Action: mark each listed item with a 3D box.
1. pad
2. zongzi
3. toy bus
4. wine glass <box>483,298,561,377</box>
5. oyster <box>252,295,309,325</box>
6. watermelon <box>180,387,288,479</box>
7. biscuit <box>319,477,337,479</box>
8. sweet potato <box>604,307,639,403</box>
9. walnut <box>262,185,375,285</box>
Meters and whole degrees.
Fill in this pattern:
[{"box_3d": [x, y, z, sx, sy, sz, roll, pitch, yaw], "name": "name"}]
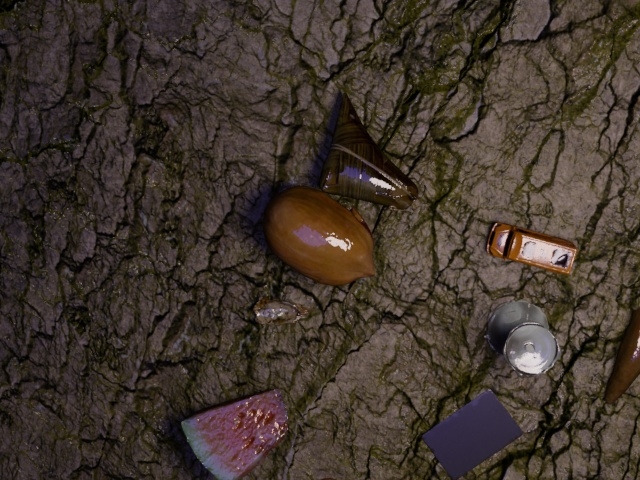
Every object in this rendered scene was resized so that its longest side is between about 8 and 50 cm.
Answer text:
[{"box_3d": [0.371, 0.477, 1.874, 0.211, 0.003, 0.143, -37, 90, 9], "name": "pad"}, {"box_3d": [0.138, -0.203, 1.791, 0.247, 0.111, 0.241, 15, 91, 0], "name": "zongzi"}, {"box_3d": [0.488, 0.019, 1.772, 0.194, 0.088, 0.083, 15, 98, 5], "name": "toy bus"}, {"box_3d": [0.459, 0.223, 1.723, 0.156, 0.232, 0.156, 1, 95, 7], "name": "wine glass"}, {"box_3d": [-0.101, 0.180, 1.891, 0.132, 0.029, 0.086, 22, 104, 1], "name": "oyster"}, {"box_3d": [-0.189, 0.464, 1.891, 0.256, 0.140, 0.193, -31, 86, -1], "name": "watermelon"}, {"box_3d": [0.009, 0.659, 1.928, 0.102, 0.019, 0.130, 45, 100, 2], "name": "biscuit"}, {"box_3d": [0.728, 0.275, 1.777, 0.077, 0.077, 0.244, 14, 100, 5], "name": "sweet potato"}, {"box_3d": [0.000, 0.000, 1.779, 0.298, 0.203, 0.203, 38, 99, 4], "name": "walnut"}]
